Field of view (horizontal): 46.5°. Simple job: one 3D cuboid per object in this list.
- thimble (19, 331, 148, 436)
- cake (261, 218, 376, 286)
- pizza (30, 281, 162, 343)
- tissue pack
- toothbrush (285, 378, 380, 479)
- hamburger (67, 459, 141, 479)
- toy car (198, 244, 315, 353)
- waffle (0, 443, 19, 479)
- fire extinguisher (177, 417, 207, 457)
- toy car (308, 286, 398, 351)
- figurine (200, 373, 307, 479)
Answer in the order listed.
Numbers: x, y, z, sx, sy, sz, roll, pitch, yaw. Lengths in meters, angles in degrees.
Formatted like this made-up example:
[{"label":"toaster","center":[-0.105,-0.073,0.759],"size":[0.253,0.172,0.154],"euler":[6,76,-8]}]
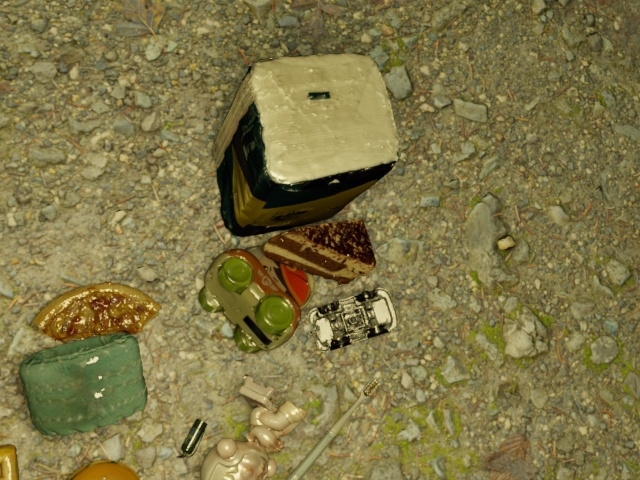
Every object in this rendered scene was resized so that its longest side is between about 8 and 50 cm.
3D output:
[{"label":"thimble","center":[-0.434,0.261,1.365],"size":[0.235,0.198,0.143],"euler":[-8,95,21]},{"label":"cake","center":[-0.009,-0.007,1.567],"size":[0.246,0.112,0.135],"euler":[22,49,-32]},{"label":"pizza","center":[-0.439,0.143,1.471],"size":[0.246,0.058,0.127],"euler":[4,75,-13]},{"label":"tissue pack","center":[-0.053,-0.176,1.484],"size":[0.264,0.416,0.254],"euler":[-10,81,-20]},{"label":"toothbrush","center":[0.012,0.418,1.546],"size":[0.025,0.030,0.342],"euler":[43,70,3]},{"label":"hamburger","center":[-0.399,0.481,1.362],"size":[0.161,0.115,0.162],"euler":[4,76,-15]},{"label":"toy car","center":[-0.114,0.096,1.554],"size":[0.235,0.145,0.235],"euler":[16,55,-24]},{"label":"waffle","center":[-0.646,0.503,1.316],"size":[0.221,0.055,0.248],"euler":[-7,77,-18]},{"label":"fire extinguisher","center":[-0.253,0.398,1.477],"size":[0.038,0.025,0.083],"euler":[40,67,-28]},{"label":"toy car","center":[0.067,0.172,1.598],"size":[0.191,0.100,0.097],"euler":[-18,81,0]},{"label":"figurine","center":[-0.150,0.406,1.438],"size":[0.144,0.182,0.257],"euler":[30,71,9]}]
